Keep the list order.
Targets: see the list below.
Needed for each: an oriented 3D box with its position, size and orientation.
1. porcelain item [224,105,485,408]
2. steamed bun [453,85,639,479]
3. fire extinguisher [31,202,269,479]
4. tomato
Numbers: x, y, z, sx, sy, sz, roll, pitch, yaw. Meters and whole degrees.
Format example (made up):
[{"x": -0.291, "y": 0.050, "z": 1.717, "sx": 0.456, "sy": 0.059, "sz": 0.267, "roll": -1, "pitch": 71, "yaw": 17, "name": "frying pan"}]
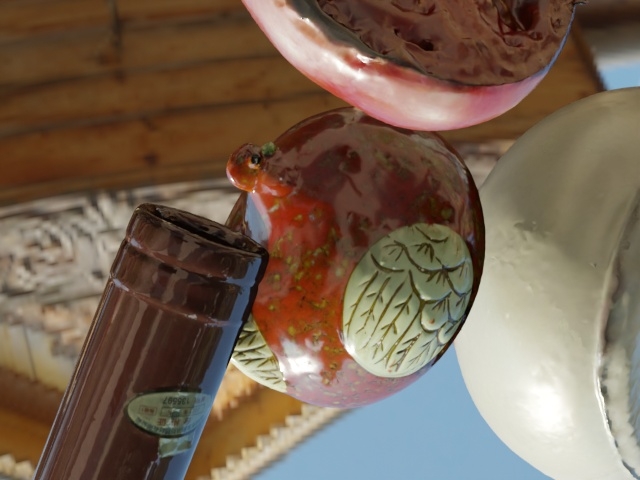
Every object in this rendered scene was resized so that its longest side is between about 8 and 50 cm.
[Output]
[{"x": 0.000, "y": 0.000, "z": 1.419, "sx": 0.253, "sy": 0.253, "sz": 0.253, "roll": -1, "pitch": -133, "yaw": 1, "name": "porcelain item"}, {"x": 0.255, "y": 0.038, "z": 1.640, "sx": 0.241, "sy": 0.374, "sz": 0.374, "roll": 11, "pitch": -134, "yaw": 34, "name": "steamed bun"}, {"x": -0.126, "y": 0.156, "z": 1.250, "sx": 0.138, "sy": 0.344, "sz": 0.102, "roll": 23, "pitch": -172, "yaw": 15, "name": "fire extinguisher"}, {"x": 0.019, "y": -0.110, "z": 0.760, "sx": 0.166, "sy": 0.082, "sz": 0.174, "roll": 9, "pitch": -130, "yaw": -18, "name": "tomato"}]
